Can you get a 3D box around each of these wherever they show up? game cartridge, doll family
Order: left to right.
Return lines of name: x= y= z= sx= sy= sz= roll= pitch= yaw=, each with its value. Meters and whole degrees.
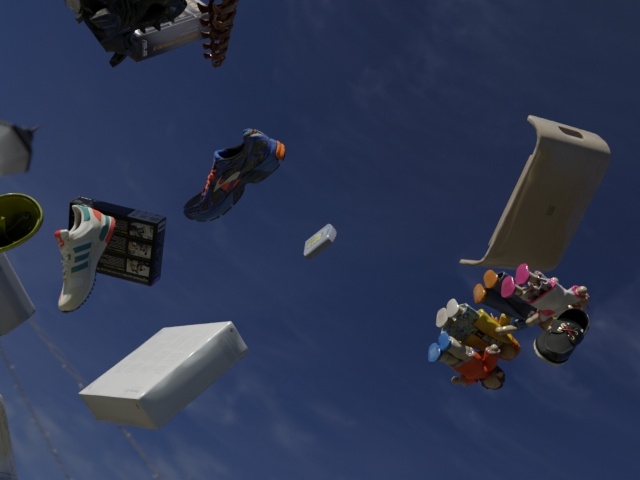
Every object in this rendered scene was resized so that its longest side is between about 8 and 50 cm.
game cartridge: x=-0.677 y=0.103 z=1.354 sx=0.297 sy=0.062 sz=0.198 roll=-12 pitch=-72 yaw=24
game cartridge: x=0.000 y=0.000 z=1.142 sx=0.056 sy=0.083 sz=0.017 roll=-34 pitch=-78 yaw=9
doll family: x=0.292 y=0.121 z=1.134 sx=0.163 sy=0.118 sz=0.263 roll=29 pitch=-58 yaw=-23

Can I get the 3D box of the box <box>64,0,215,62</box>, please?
box: x=-0.342 y=-0.440 z=1.389 sx=0.231 sy=0.183 sz=0.056 roll=39 pitch=-40 yaw=22

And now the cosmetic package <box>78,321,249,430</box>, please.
cosmetic package: x=-0.384 y=0.320 z=1.768 sx=0.377 sy=0.284 sz=0.097 roll=-13 pitch=-71 yaw=53

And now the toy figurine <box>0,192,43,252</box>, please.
toy figurine: x=-0.627 y=0.067 z=1.179 sx=0.191 sy=0.362 sz=0.217 roll=36 pitch=-37 yaw=16

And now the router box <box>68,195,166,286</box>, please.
router box: x=-0.389 y=0.001 z=1.393 sx=0.179 sy=0.046 sz=0.133 roll=14 pitch=-69 yaw=8

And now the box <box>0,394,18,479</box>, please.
box: x=-0.484 y=0.253 z=0.923 sx=0.311 sy=0.121 sz=0.147 roll=114 pitch=-41 yaw=-67

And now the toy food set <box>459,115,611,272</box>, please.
toy food set: x=0.408 y=-0.077 z=1.408 sx=0.092 sy=0.220 sz=0.306 roll=41 pitch=-63 yaw=48

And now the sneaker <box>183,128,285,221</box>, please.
sneaker: x=-0.167 y=-0.119 z=1.300 sx=0.221 sy=0.083 sz=0.087 roll=-40 pitch=-63 yaw=16

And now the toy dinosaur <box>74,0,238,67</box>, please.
toy dinosaur: x=-0.132 y=-0.271 z=0.660 sx=0.164 sy=0.218 sz=0.321 roll=44 pitch=-16 yaw=47

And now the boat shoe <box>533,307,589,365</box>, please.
boat shoe: x=0.320 y=0.125 z=0.971 sx=0.049 sy=0.133 sz=0.042 roll=35 pitch=-59 yaw=21

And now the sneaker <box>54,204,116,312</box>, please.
sneaker: x=-0.361 y=0.023 z=1.068 sx=0.057 sy=0.161 sz=0.075 roll=-7 pitch=-31 yaw=46
